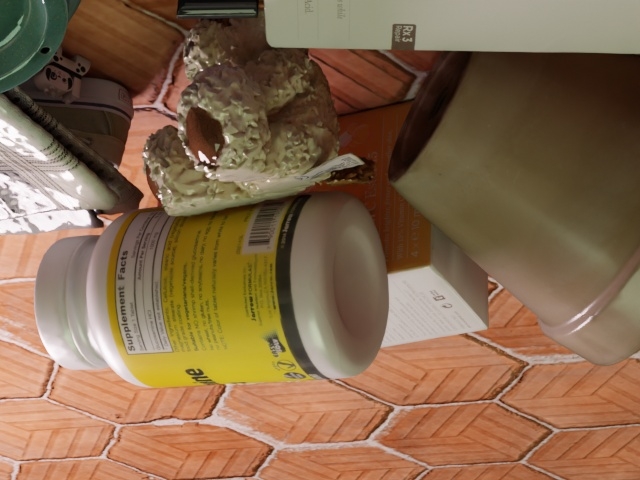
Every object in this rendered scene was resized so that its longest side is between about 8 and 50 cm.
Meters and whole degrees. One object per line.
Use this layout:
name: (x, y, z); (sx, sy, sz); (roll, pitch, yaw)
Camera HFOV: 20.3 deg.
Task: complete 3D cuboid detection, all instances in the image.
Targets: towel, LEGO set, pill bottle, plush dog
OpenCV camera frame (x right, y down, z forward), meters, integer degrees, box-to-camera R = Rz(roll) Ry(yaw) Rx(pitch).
towel: (-0.387, -0.088, 1.848); (0.312, 0.056, 0.324); (-8, 147, 33)
LEGO set: (-0.354, -0.176, 1.832); (0.227, 0.093, 0.087); (26, 144, -37)
pill bottle: (-0.114, 0.054, 1.824); (0.334, 0.188, 0.188); (-5, 152, 25)
plush dog: (-0.059, -0.157, 1.708); (0.211, 0.225, 0.262); (-5, 169, -17)

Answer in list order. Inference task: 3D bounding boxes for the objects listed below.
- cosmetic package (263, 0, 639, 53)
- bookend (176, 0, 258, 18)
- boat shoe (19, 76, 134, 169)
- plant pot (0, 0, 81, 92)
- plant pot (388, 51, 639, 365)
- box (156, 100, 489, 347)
cosmetic package: (0.142, -0.280, 1.532); (0.385, 0.156, 0.217); (2, 150, 4)
bookend: (-0.092, -0.296, 1.521); (0.072, 0.157, 0.156); (0, 152, 4)
boat shoe: (-0.354, -0.120, 1.937); (0.302, 0.094, 0.109); (-3, 151, 9)
plant pot: (-0.314, -0.242, 1.503); (0.293, 0.196, 0.293); (-12, 141, -10)
plant pot: (0.232, -0.075, 1.794); (0.280, 0.323, 0.323); (26, 147, -10)
box: (0.000, 0.000, 2.007); (0.345, 0.215, 0.168); (-11, 149, 23)
